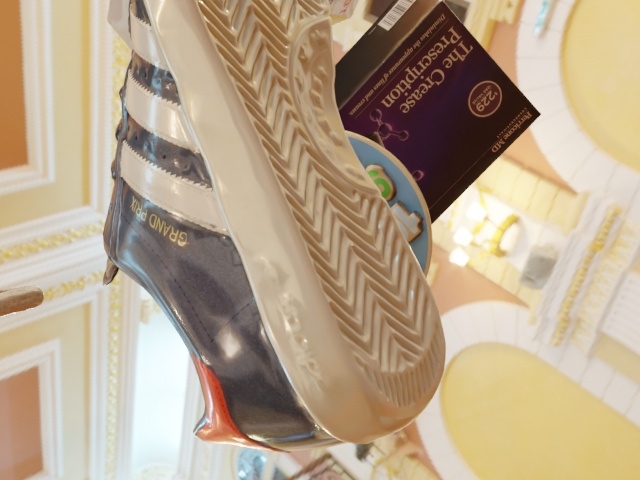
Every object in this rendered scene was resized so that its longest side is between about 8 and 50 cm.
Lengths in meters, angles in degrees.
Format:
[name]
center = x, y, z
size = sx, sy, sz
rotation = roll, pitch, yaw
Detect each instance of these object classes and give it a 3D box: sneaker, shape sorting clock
[sneaker]
center = -0.066, -0.056, 0.398
size = 0.148, 0.350, 0.131
rotation = -25, -14, 35
[shape sorting clock]
center = 0.000, 0.000, 0.698
size = 0.206, 0.206, 0.040
rotation = -66, -7, 17

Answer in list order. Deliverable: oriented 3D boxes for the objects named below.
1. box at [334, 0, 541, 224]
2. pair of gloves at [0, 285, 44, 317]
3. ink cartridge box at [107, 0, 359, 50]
[box]
center = 0.081, -0.115, 0.843
size = 0.184, 0.103, 0.261
rotation = 38, -79, -30
[pair of gloves]
center = -0.386, 0.080, 0.644
size = 0.204, 0.240, 0.042
rotation = -10, -88, -59
[ink cartridge box]
center = -0.087, -0.412, 1.085
size = 0.385, 0.160, 0.279
rotation = -32, -15, -33
